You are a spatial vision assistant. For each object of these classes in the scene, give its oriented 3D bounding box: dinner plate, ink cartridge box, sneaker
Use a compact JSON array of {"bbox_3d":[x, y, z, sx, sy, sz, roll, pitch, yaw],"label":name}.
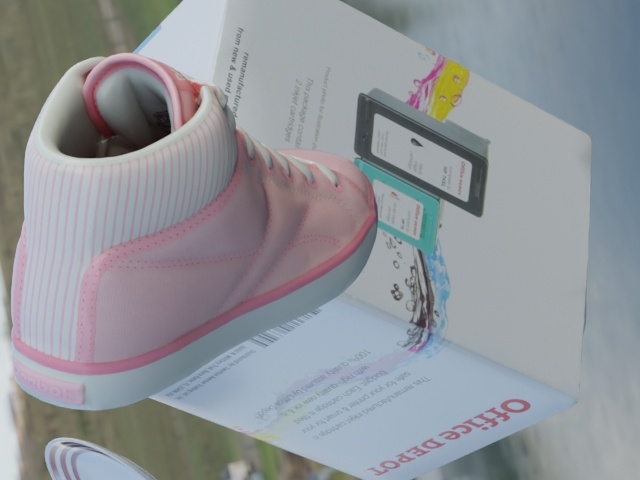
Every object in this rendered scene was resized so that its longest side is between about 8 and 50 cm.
[{"bbox_3d":[-0.120,0.174,1.039,0.141,0.017,0.141,30,147,21],"label":"dinner plate"},{"bbox_3d":[0.000,0.000,0.979,0.198,0.270,0.197,-35,38,48],"label":"ink cartridge box"},{"bbox_3d":[-0.025,-0.016,0.391,0.134,0.051,0.070,-32,-50,-53],"label":"sneaker"}]
